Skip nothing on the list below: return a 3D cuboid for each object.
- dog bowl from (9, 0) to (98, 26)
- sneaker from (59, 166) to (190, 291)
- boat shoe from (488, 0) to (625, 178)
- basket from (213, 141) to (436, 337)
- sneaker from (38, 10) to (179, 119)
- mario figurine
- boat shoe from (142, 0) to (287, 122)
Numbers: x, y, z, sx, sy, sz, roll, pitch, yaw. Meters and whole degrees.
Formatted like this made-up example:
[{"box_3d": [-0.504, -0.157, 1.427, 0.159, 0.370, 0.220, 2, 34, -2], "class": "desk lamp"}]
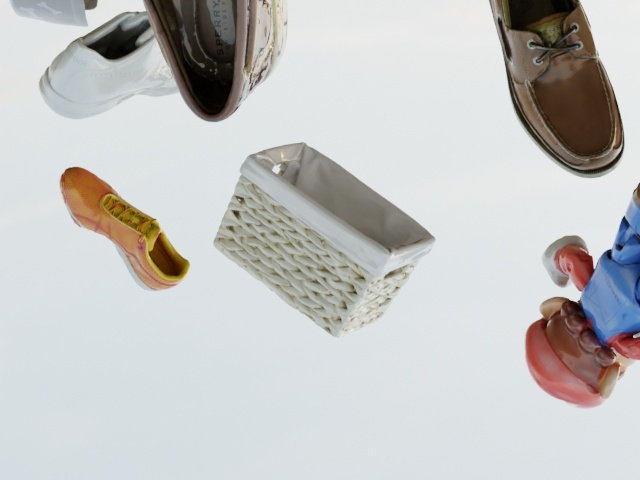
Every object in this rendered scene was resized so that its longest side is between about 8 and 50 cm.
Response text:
[{"box_3d": [-0.351, -0.444, 2.392, 0.102, 0.348, 0.349, -1, -162, -2], "class": "dog bowl"}, {"box_3d": [-0.204, -0.019, 1.962, 0.067, 0.175, 0.064, -23, -149, 44], "class": "sneaker"}, {"box_3d": [0.247, -0.215, 2.042, 0.111, 0.307, 0.104, -23, 161, -1], "class": "boat shoe"}, {"box_3d": [0.000, 0.000, 1.684, 0.167, 0.103, 0.113, 36, -157, 18], "class": "basket"}, {"box_3d": [-0.153, -0.179, 1.664, 0.080, 0.094, 0.212, 46, -134, 12], "class": "sneaker"}, {"box_3d": [0.334, 0.055, 1.947, 0.170, 0.320, 0.198, 18, -132, -12], "class": "mario figurine"}, {"box_3d": [-0.096, -0.247, 1.320, 0.123, 0.342, 0.123, 0, -151, 12], "class": "boat shoe"}]
